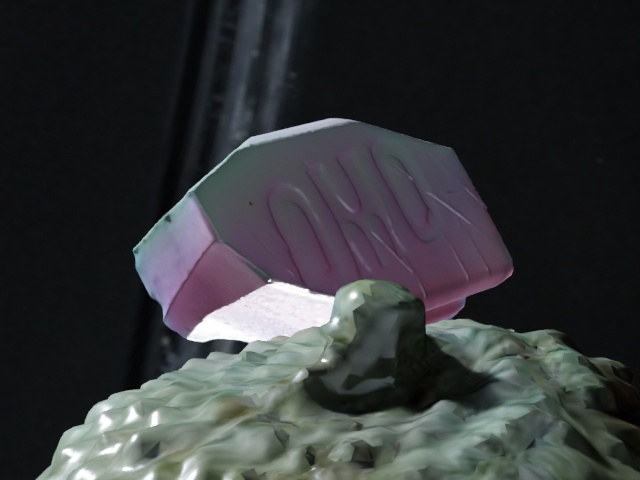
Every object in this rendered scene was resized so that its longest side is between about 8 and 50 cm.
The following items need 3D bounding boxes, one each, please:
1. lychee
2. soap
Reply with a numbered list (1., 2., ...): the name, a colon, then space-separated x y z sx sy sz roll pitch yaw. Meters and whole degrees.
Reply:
1. lychee: 0.017 0.148 0.621 0.255 0.255 0.274 -13 -76 -29
2. soap: 0.000 0.000 1.631 0.324 0.109 0.192 -16 -107 -45
